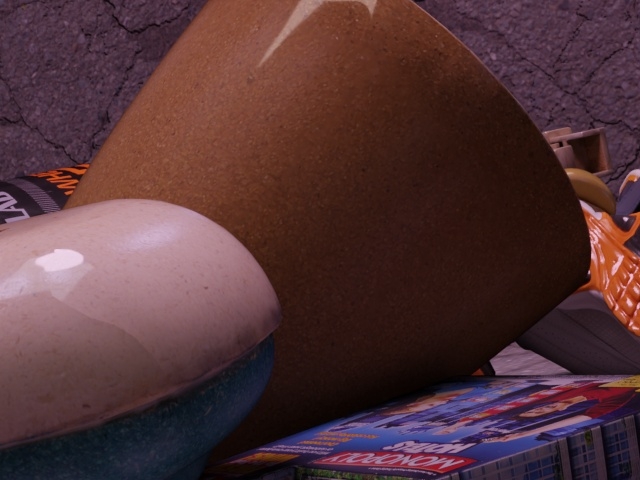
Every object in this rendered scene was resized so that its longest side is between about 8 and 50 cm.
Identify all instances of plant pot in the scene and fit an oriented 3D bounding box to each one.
[{"bbox_3d":[-0.039,0.028,0.857,0.254,0.237,0.237,-46,14,-19],"label":"plant pot"}]

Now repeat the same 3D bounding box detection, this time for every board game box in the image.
[{"bbox_3d":[0.035,0.104,0.703,0.194,0.060,0.194,-15,3,-28],"label":"board game box"}]

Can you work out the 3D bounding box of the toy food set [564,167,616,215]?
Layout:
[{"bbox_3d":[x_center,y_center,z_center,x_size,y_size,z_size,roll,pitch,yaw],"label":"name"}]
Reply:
[{"bbox_3d":[0.147,0.002,1.141,0.192,0.038,0.132,30,-41,-18],"label":"toy food set"}]

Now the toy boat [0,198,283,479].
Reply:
[{"bbox_3d":[-0.167,0.090,0.630,0.268,0.148,0.318,-12,8,26],"label":"toy boat"}]

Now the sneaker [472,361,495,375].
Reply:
[{"bbox_3d":[0.058,0.075,1.143,0.087,0.083,0.221,-25,-3,1],"label":"sneaker"}]

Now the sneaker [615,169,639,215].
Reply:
[{"bbox_3d":[0.275,-0.001,1.286,0.126,0.127,0.321,-11,4,8],"label":"sneaker"}]

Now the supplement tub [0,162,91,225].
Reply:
[{"bbox_3d":[-0.149,0.053,1.168,0.338,0.207,0.207,-14,3,-33],"label":"supplement tub"}]

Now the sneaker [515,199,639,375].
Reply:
[{"bbox_3d":[0.196,0.042,1.022,0.262,0.121,0.099,19,66,46],"label":"sneaker"}]

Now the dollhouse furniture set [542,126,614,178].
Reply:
[{"bbox_3d":[0.165,-0.006,1.519,0.182,0.161,0.101,-13,2,-43],"label":"dollhouse furniture set"}]
